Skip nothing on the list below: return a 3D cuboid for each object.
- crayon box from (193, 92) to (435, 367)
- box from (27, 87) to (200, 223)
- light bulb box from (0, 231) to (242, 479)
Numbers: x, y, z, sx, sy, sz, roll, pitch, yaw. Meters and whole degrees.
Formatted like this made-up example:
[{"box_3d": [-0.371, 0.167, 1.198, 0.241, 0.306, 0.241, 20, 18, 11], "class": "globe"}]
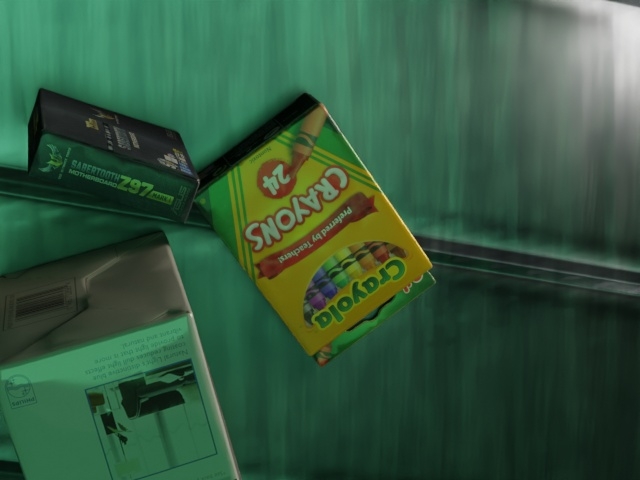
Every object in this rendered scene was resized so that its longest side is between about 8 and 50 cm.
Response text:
[{"box_3d": [0.000, 0.000, 1.776, 0.202, 0.081, 0.318, -37, 110, -2], "class": "crayon box"}, {"box_3d": [-0.245, -0.102, 1.611, 0.183, 0.232, 0.059, 17, 103, -16], "class": "box"}, {"box_3d": [-0.226, 0.224, 1.638, 0.225, 0.358, 0.361, -16, 107, -6], "class": "light bulb box"}]
